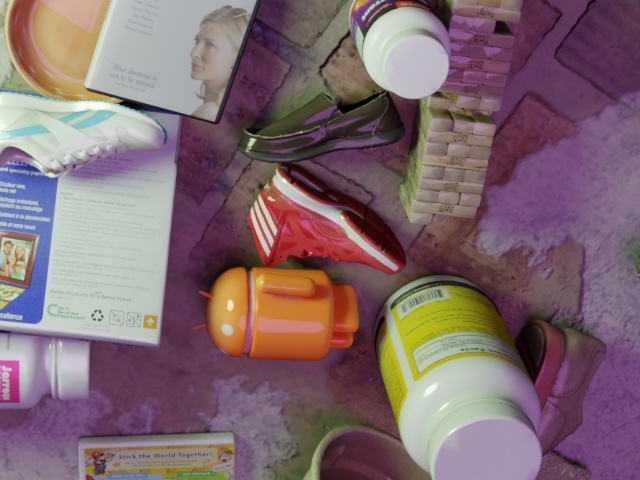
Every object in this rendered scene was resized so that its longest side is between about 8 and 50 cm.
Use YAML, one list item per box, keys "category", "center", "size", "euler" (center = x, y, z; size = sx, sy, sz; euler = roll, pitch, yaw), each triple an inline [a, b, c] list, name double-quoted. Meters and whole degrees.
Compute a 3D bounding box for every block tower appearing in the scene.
- category: "block tower"
  center: [0.181, -0.187, 1.849]
  size: [0.097, 0.091, 0.335]
  euler: [6, 116, -10]

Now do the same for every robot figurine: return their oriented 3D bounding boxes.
- category: "robot figurine"
  center: [-0.061, 0.101, 1.942]
  size: [0.219, 0.158, 0.128]
  euler: [3, 95, -10]

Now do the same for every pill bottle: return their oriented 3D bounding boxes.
- category: "pill bottle"
  center: [0.185, 0.201, 1.910]
  size: [0.188, 0.334, 0.188]
  euler: [-3, 118, -6]
- category: "pill bottle"
  center: [-0.446, 0.143, 1.890]
  size: [0.283, 0.160, 0.160]
  euler: [1, 117, -9]
- category: "pill bottle"
  center: [0.100, -0.244, 1.750]
  size: [0.108, 0.193, 0.108]
  euler: [-3, 117, -7]

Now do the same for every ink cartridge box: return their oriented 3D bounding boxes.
- category: "ink cartridge box"
  center: [-0.341, -0.029, 1.828]
  size: [0.303, 0.072, 0.307]
  euler: [7, 77, -11]

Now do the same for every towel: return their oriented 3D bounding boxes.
- category: "towel"
  center: [0.335, 0.388, 2.200]
  size: [0.110, 0.027, 0.148]
  euler: [29, 111, -20]

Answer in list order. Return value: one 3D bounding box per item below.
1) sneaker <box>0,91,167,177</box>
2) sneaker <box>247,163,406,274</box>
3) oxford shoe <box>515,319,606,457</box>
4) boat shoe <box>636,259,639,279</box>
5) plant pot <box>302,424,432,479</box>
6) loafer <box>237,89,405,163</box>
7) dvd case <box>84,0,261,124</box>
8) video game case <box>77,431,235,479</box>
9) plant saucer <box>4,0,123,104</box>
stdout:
- category: "sneaker"
  center: [-0.305, -0.124, 1.777]
  size: [0.228, 0.087, 0.092]
  euler: [4, 77, -2]
- category: "sneaker"
  center: [0.000, 0.000, 1.936]
  size: [0.221, 0.087, 0.128]
  euler: [37, 116, -10]
- category: "oxford shoe"
  center: [0.318, 0.285, 2.095]
  size: [0.130, 0.123, 0.348]
  euler: [11, 116, -19]
- category: "boat shoe"
  center: [0.549, -0.056, 1.958]
  size: [0.324, 0.116, 0.097]
  euler: [-42, 110, 9]
- category: "plant pot"
  center: [0.028, 0.491, 2.072]
  size: [0.334, 0.334, 0.305]
  euler: [33, 120, -21]
- category: "loafer"
  center: [-0.003, -0.154, 1.856]
  size: [0.220, 0.080, 0.078]
  euler: [-10, 108, -8]
- category: "dvd case"
  center: [-0.168, -0.281, 1.755]
  size: [0.180, 0.022, 0.253]
  euler: [13, 106, -25]
- category: "video game case"
  center: [-0.240, 0.377, 2.116]
  size: [0.227, 0.026, 0.206]
  euler: [-1, 117, -7]
- category: "plant saucer"
  center: [-0.289, -0.262, 1.776]
  size: [0.200, 0.037, 0.200]
  euler: [-3, 118, -6]
